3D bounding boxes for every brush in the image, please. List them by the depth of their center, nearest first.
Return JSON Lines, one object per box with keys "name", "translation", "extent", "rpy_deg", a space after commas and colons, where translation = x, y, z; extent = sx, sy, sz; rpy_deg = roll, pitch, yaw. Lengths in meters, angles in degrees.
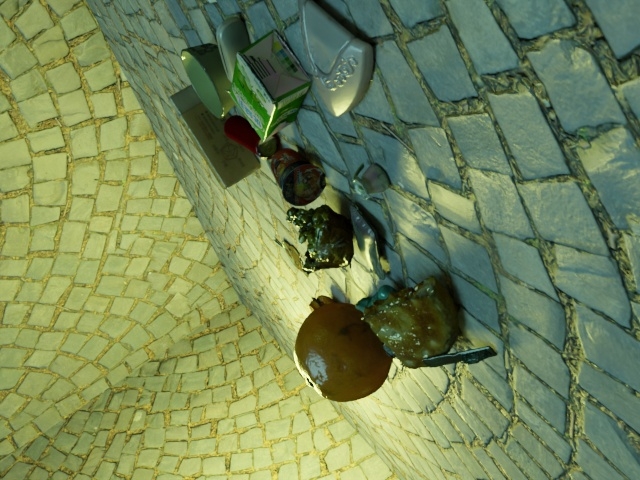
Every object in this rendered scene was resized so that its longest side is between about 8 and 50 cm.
{"name": "brush", "translation": [0.311, 0.272, 1.606], "extent": [0.190, 0.028, 0.034], "rpy_deg": [-20, 124, 43]}

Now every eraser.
{"name": "eraser", "translation": [0.022, -0.329, 1.365], "extent": [0.204, 0.059, 0.243], "rpy_deg": [47, 158, 29]}
{"name": "eraser", "translation": [-0.343, -0.343, 2.290], "extent": [0.343, 0.144, 0.078], "rpy_deg": [59, 166, -8]}

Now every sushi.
{"name": "sushi", "translation": [0.000, -0.002, 1.889], "extent": [0.296, 0.179, 0.167], "rpy_deg": [125, 142, -82]}

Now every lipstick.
{"name": "lipstick", "translation": [-0.202, -0.303, 2.065], "extent": [0.241, 0.080, 0.080], "rpy_deg": [36, 155, 52]}

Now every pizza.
{"name": "pizza", "translation": [0.210, 0.185, 1.651], "extent": [0.226, 0.086, 0.336], "rpy_deg": [17, 142, 16]}

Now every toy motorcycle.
{"name": "toy motorcycle", "translation": [0.190, 0.201, 1.843], "extent": [0.198, 0.109, 0.296], "rpy_deg": [55, 156, -13]}

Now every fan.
{"name": "fan", "translation": [-0.119, 0.047, 2.656], "extent": [0.226, 0.008, 0.153], "rpy_deg": [36, 156, 49]}

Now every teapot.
{"name": "teapot", "translation": [0.102, -0.129, 1.527], "extent": [0.083, 0.064, 0.064], "rpy_deg": [47, 161, 30]}

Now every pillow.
{"name": "pillow", "translation": [0.119, 0.006, 1.802], "extent": [0.131, 0.038, 0.233], "rpy_deg": [52, 167, 33]}

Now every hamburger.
{"name": "hamburger", "translation": [0.034, 0.262, 2.485], "extent": [0.166, 0.087, 0.137], "rpy_deg": [43, 161, 42]}

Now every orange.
{"name": "orange", "translation": [0.070, 0.338, 2.153], "extent": [0.312, 0.312, 0.312], "rpy_deg": [50, 164, 21]}

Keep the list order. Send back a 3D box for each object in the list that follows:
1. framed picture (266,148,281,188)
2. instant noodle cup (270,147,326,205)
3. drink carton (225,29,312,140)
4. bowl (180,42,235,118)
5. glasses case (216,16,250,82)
{"name": "framed picture", "translation": [-0.108, -0.206, 2.106], "extent": [0.231, 0.010, 0.173], "rpy_deg": [27, 147, 60]}
{"name": "instant noodle cup", "translation": [-0.069, -0.176, 1.867], "extent": [0.136, 0.127, 0.127], "rpy_deg": [53, 168, 47]}
{"name": "drink carton", "translation": [-0.128, -0.361, 1.668], "extent": [0.161, 0.108, 0.271], "rpy_deg": [55, 164, 3]}
{"name": "bowl", "translation": [-0.282, -0.453, 1.938], "extent": [0.211, 0.112, 0.211], "rpy_deg": [50, 164, 19]}
{"name": "glasses case", "translation": [-0.210, -0.469, 1.760], "extent": [0.049, 0.074, 0.193], "rpy_deg": [43, 161, 29]}
